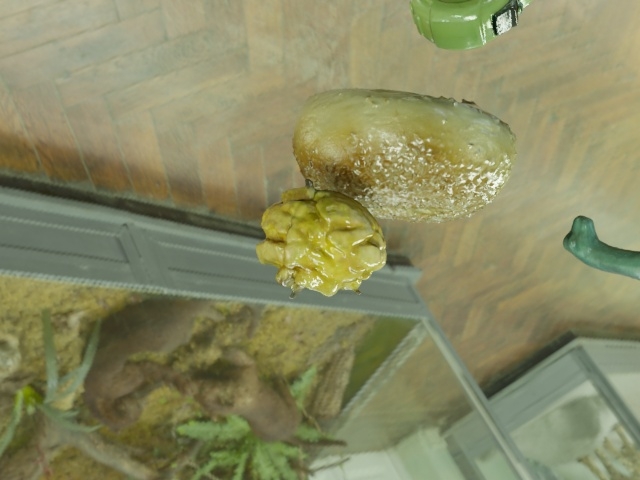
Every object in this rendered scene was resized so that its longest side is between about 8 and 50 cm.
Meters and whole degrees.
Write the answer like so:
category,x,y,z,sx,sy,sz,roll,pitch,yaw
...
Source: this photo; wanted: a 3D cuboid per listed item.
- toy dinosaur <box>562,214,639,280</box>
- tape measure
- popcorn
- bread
category,x,y,z,sx,sy,sz,roll,pitch,yaw
toy dinosaur,0.393,0.152,0.769,0.129,0.384,0.330,-1,176,-41
tape measure,0.199,-0.332,1.092,0.177,0.154,0.087,3,150,24
popcorn,0.000,0.000,0.976,0.148,0.167,0.152,-2,100,-26
bread,0.109,-0.109,1.092,0.305,0.159,0.305,9,172,1
